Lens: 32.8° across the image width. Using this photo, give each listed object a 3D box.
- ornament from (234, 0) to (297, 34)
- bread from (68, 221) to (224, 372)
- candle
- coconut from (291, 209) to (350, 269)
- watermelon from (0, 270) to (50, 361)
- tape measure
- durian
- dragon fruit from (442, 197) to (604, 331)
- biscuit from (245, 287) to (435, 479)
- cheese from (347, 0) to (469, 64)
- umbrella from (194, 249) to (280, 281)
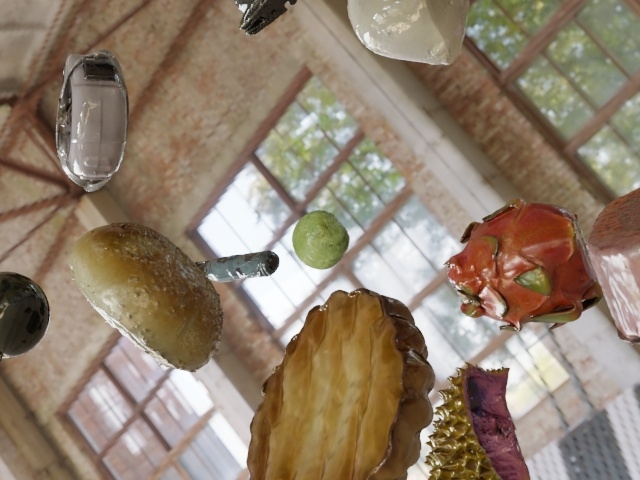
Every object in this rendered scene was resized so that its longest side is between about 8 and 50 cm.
[{"bbox_3d":[-0.132,-0.535,2.067,0.202,0.236,0.080,-42,-25,8],"label":"ornament"},{"bbox_3d":[-0.274,0.084,1.798,0.159,0.305,0.305,-46,-12,-2],"label":"bread"},{"bbox_3d":[0.392,-0.025,1.086,0.317,0.131,0.287,-26,6,-17],"label":"candle"},{"bbox_3d":[0.000,0.000,1.633,0.088,0.088,0.096,-32,-8,-31],"label":"coconut"},{"bbox_3d":[-0.395,0.105,1.363,0.105,0.133,0.105,6,-19,2],"label":"watermelon"},{"bbox_3d":[-0.373,-0.203,1.791,0.120,0.236,0.197,1,-3,-19],"label":"tape measure"},{"bbox_3d":[0.229,0.332,1.701,0.154,0.260,0.186,20,-60,-29],"label":"durian"},{"bbox_3d":[0.331,0.044,1.762,0.227,0.224,0.224,-26,-6,25],"label":"dragon fruit"},{"bbox_3d":[0.028,0.218,1.321,0.107,0.326,0.326,23,-52,-27],"label":"biscuit"},{"bbox_3d":[0.137,-0.379,1.745,0.189,0.198,0.154,0,-14,29],"label":"cheese"},{"bbox_3d":[-0.173,0.055,2.150,0.052,0.053,0.250,-5,-4,-45],"label":"umbrella"}]
